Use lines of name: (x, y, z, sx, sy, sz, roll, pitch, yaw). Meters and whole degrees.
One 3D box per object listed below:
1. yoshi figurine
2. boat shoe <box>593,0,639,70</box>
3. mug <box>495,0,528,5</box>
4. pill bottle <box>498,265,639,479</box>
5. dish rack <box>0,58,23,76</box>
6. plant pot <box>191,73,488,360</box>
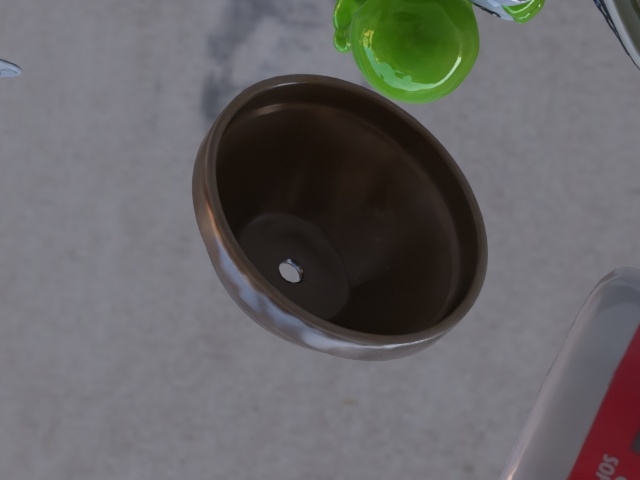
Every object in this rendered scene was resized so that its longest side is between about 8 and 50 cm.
yoshi figurine: (0.007, -0.236, 1.660, 0.362, 0.203, 0.203, 25, -141, 13)
boat shoe: (0.139, -0.225, 0.897, 0.127, 0.340, 0.113, -16, 180, -15)
mug: (0.125, -0.195, 1.295, 0.062, 0.078, 0.064, 22, -161, -46)
pill bottle: (0.234, 0.149, 0.818, 0.318, 0.176, 0.176, 24, -160, 13)
dish rack: (-0.400, -0.116, 1.311, 0.332, 0.072, 0.285, 6, 175, 39)
plant pot: (0.000, 0.000, 1.466, 0.237, 0.110, 0.237, 16, -128, -21)
